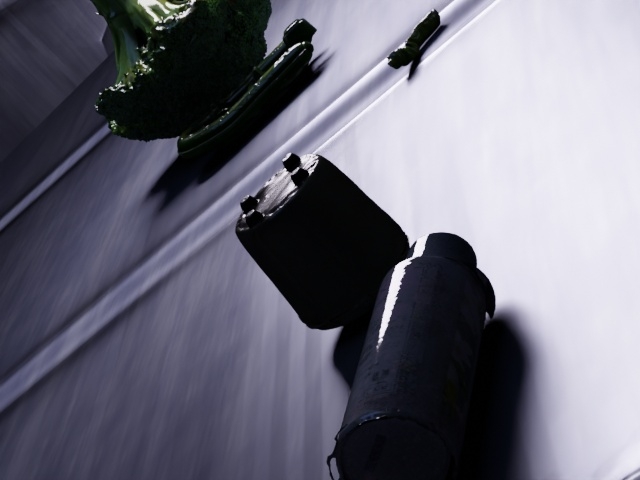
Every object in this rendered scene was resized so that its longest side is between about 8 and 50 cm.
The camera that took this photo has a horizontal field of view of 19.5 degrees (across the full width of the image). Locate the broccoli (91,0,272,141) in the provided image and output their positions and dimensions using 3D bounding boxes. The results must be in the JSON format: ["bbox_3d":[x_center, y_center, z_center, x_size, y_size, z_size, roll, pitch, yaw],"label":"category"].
[{"bbox_3d":[-0.192,-0.251,2.200,0.254,0.269,0.269,-46,13,-22],"label":"broccoli"}]

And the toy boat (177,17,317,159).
[{"bbox_3d":[-0.079,-0.162,2.067,0.210,0.052,0.104,-42,17,13],"label":"toy boat"}]

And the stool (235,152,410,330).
[{"bbox_3d":[0.000,0.000,1.281,0.096,0.110,0.096,-38,17,14],"label":"stool"}]

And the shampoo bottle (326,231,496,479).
[{"bbox_3d":[0.057,0.064,1.038,0.072,0.072,0.214,-39,16,27],"label":"shampoo bottle"}]

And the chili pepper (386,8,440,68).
[{"bbox_3d":[0.085,-0.182,1.718,0.083,0.022,0.027,-50,13,-32],"label":"chili pepper"}]
